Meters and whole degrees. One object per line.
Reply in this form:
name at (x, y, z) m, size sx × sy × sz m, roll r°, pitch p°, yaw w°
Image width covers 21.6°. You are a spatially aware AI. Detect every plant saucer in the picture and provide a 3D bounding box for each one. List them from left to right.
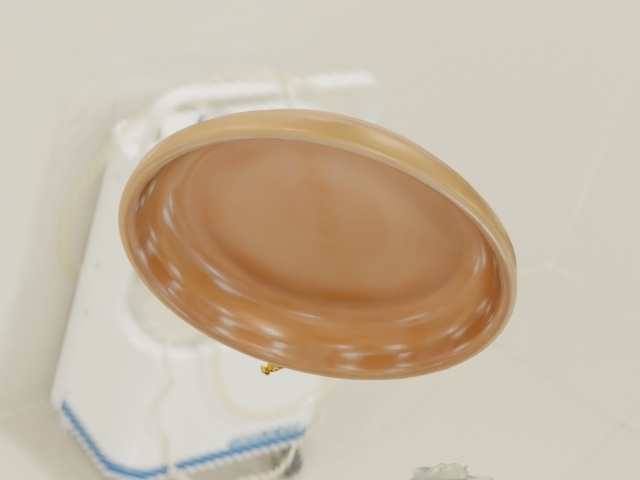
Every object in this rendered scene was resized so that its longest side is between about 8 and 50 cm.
plant saucer at (0.000, 0.000, 0.829) m, size 0.200 × 0.200 × 0.037 m, roll 17°, pitch 54°, yaw -2°

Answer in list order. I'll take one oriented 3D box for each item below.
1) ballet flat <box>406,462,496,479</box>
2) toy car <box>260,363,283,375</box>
ballet flat at (0.090, 0.311, 0.812) m, size 0.147 × 0.409 × 0.147 m, roll -6°, pitch -6°, yaw -1°
toy car at (-0.061, 0.092, 1.759) m, size 0.040 × 0.122 × 0.060 m, roll -20°, pitch 59°, yaw 7°
